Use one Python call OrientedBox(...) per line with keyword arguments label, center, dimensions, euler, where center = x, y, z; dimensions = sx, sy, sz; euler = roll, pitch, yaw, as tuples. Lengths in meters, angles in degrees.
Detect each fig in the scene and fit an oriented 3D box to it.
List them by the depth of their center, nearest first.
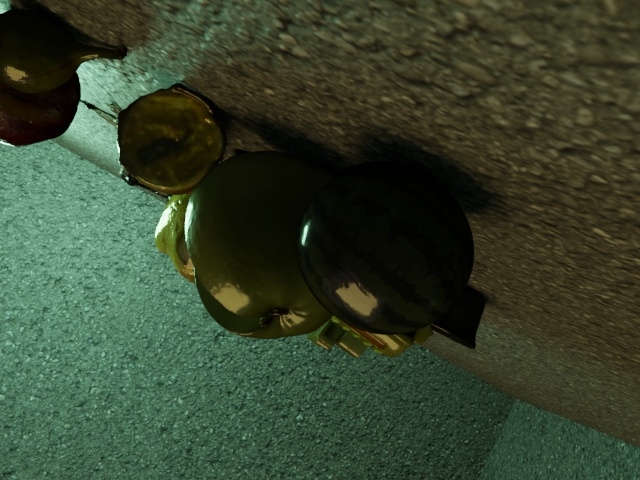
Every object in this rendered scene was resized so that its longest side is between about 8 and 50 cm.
OrientedBox(label="fig", center=(-0.389, -0.288, 0.885), dimensions=(0.237, 0.124, 0.124), euler=(2, 164, 14))
OrientedBox(label="fig", center=(-0.551, -0.279, 1.035), dimensions=(0.224, 0.223, 0.263), euler=(28, 168, 6))

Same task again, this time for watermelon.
OrientedBox(label="watermelon", center=(0.079, 0.010, 0.704), dimensions=(0.212, 0.212, 0.212), euler=(28, 172, 4))

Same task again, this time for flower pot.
OrientedBox(label="flower pot", center=(0.269, 0.144, 1.218), dimensions=(0.158, 0.106, 0.157), euler=(26, 174, 3))

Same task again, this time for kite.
OrientedBox(label="kite", center=(-0.441, -0.257, 1.443), dimensions=(0.406, 0.014, 0.368), euler=(27, 172, 13))

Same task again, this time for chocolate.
OrientedBox(label="chocolate", center=(-0.258, -0.159, 1.075), dimensions=(0.162, 0.162, 0.445), euler=(30, 176, -10))

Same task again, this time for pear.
OrientedBox(label="pear", center=(-0.268, -0.023, 1.430), dimensions=(0.271, 0.271, 0.271), euler=(28, 172, 4))

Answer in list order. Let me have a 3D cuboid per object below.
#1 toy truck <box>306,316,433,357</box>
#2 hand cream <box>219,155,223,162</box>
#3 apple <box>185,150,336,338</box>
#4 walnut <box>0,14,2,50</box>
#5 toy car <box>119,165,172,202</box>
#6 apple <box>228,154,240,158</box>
OrientedBox(label="toy truck", center=(0.090, 0.113, 1.162), dimensions=(0.181, 0.253, 0.405), euler=(34, 168, -8))
OrientedBox(label="hand cream", center=(-0.226, -0.176, 1.216), dimensions=(0.035, 0.022, 0.102), euler=(33, 176, -30))
OrientedBox(label="apple", center=(-0.075, 0.011, 0.897), dimensions=(0.292, 0.254, 0.292), euler=(-6, 149, -4))
OrientedBox(label="walnut", center=(-0.530, -0.279, 0.599), dimensions=(0.398, 0.307, 0.354), euler=(36, -177, -9))
OrientedBox(label="toy car", center=(-0.473, -0.184, 1.700), dimensions=(0.210, 0.108, 0.089), euler=(27, 170, -18))
OrientedBox(label="apple", center=(-0.088, -0.069, 1.099), dimensions=(0.265, 0.120, 0.193), euler=(25, 160, 10))
